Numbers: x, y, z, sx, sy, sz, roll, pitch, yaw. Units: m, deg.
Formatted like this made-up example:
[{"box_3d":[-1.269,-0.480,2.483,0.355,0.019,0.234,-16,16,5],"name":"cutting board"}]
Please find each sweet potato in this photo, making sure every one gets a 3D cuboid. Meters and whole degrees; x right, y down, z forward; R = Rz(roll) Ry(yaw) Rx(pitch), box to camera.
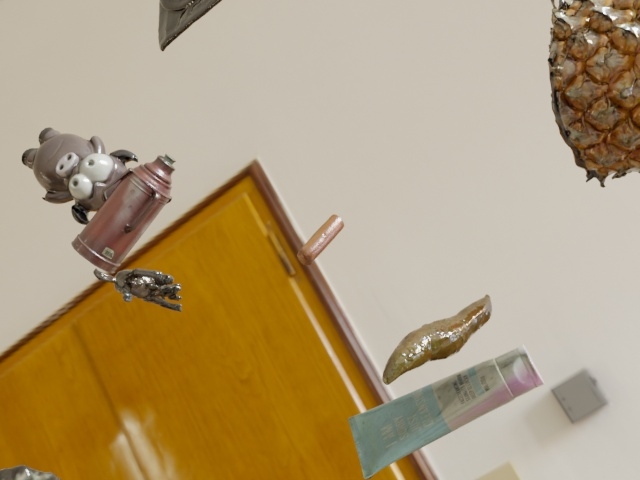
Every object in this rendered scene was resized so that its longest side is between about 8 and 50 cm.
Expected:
[{"box_3d":[0.193,0.150,1.242,0.274,0.067,0.067,-26,-17,-36],"name":"sweet potato"}]

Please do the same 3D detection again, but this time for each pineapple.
[{"box_3d":[0.533,-0.269,1.235,0.300,0.352,0.352,-15,-8,32],"name":"pineapple"}]

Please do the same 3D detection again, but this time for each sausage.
[{"box_3d":[0.000,0.000,1.628,0.131,0.039,0.041,-49,5,-29],"name":"sausage"}]

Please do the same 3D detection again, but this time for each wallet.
[{"box_3d":[-0.216,-0.509,1.389,0.247,0.323,0.041,-24,-35,38],"name":"wallet"}]

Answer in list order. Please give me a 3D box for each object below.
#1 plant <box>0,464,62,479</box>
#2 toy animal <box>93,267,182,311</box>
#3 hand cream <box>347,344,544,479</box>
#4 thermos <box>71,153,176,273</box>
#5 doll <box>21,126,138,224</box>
[{"box_3d":[-0.344,0.439,1.008,0.213,0.215,0.312,-62,-31,-28],"name":"plant"},{"box_3d":[-0.418,0.117,1.875,0.232,0.084,0.148,16,-14,-40],"name":"toy animal"},{"box_3d":[0.187,0.255,1.226,0.312,0.111,0.070,-28,-42,10],"name":"hand cream"},{"box_3d":[-0.337,-0.057,1.417,0.099,0.124,0.232,37,-87,-33],"name":"thermos"},{"box_3d":[-0.497,-0.145,1.629,0.182,0.257,0.117,-55,-30,-8],"name":"doll"}]
